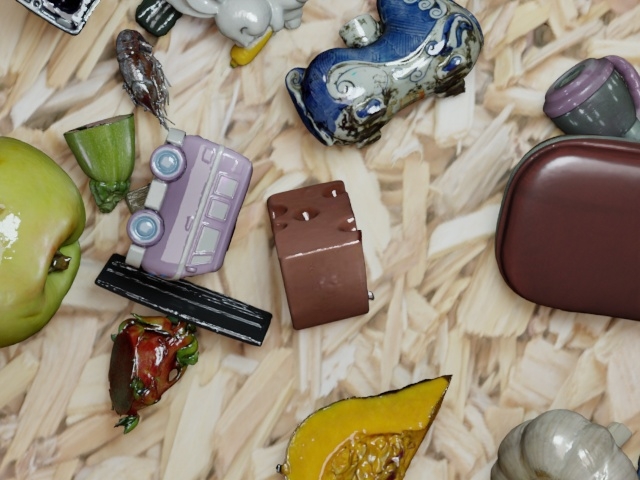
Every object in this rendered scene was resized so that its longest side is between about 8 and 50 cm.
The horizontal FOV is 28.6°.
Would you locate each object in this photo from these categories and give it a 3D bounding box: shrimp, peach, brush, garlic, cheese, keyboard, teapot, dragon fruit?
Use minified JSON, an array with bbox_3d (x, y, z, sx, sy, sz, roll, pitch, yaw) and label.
[{"bbox_3d":[-0.249,-0.226,1.798,0.057,0.065,0.165,-23,93,29],"label":"shrimp"},{"bbox_3d":[-0.471,0.003,1.664,0.316,0.314,0.281,1,102,0],"label":"peach"},{"bbox_3d":[-0.198,-0.079,1.813,0.170,0.014,0.043,-22,91,-5],"label":"brush"},{"bbox_3d":[0.361,0.320,1.753,0.212,0.218,0.218,-31,88,-44],"label":"garlic"},{"bbox_3d":[0.004,0.016,1.732,0.128,0.177,0.202,-11,87,-3],"label":"cheese"},{"bbox_3d":[-0.192,0.085,1.774,0.251,0.087,0.017,21,123,-1],"label":"keyboard"},{"bbox_3d":[0.403,-0.187,1.807,0.116,0.148,0.146,-34,104,32],"label":"teapot"},{"bbox_3d":[-0.236,0.167,1.743,0.175,0.138,0.142,-27,125,-23],"label":"dragon fruit"},{"bbox_3d":[-0.151,-0.428,1.819,0.070,0.051,0.323,39,89,7],"label":"brush"}]

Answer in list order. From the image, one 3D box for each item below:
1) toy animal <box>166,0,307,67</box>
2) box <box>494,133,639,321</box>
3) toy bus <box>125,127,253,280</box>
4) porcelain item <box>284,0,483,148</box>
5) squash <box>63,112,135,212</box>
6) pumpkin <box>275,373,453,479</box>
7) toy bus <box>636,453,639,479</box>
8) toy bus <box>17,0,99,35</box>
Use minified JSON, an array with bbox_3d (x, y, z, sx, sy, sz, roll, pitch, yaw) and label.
[{"bbox_3d":[-0.118,-0.325,1.782,0.182,0.131,0.127,-20,79,-20],"label":"toy animal"},{"bbox_3d":[0.449,-0.009,1.756,0.404,0.108,0.263,9,109,-2],"label":"box"},{"bbox_3d":[-0.184,-0.042,1.738,0.142,0.142,0.202,19,90,-8],"label":"toy bus"},{"bbox_3d":[0.086,-0.259,1.775,0.288,0.138,0.186,-31,78,-4],"label":"porcelain item"},{"bbox_3d":[-0.298,-0.105,1.779,0.105,0.105,0.132,-14,100,-3],"label":"squash"},{"bbox_3d":[0.057,0.277,1.768,0.163,0.111,0.278,29,86,13],"label":"pumpkin"},{"bbox_3d":[0.452,0.437,1.744,0.112,0.138,0.317,21,88,-2],"label":"toy bus"},{"bbox_3d":[-0.320,-0.439,1.746,0.143,0.179,0.305,33,86,-16],"label":"toy bus"}]
